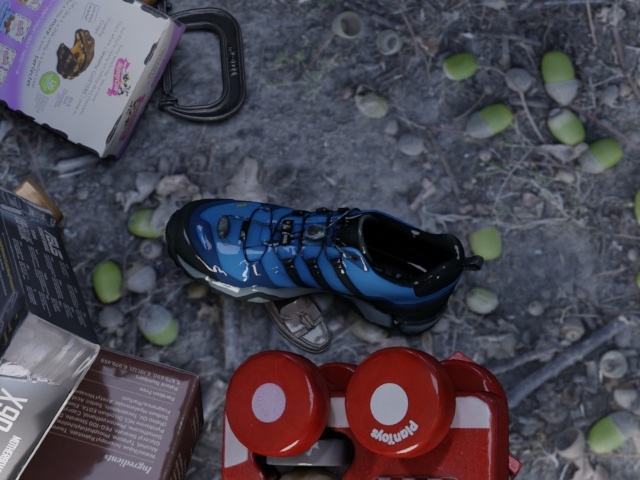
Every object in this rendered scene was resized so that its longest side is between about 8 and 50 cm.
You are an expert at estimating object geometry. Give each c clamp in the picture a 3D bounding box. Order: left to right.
[{"bbox_3d":[-0.150,-0.197,1.885,0.137,0.022,0.161,-9,68,-6],"label":"c clamp"}]

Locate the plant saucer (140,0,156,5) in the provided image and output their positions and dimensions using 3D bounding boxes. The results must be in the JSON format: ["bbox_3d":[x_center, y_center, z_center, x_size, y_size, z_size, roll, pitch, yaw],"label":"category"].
[{"bbox_3d":[-0.252,-0.331,1.906,0.200,0.037,0.200,0,67,0],"label":"plant saucer"}]

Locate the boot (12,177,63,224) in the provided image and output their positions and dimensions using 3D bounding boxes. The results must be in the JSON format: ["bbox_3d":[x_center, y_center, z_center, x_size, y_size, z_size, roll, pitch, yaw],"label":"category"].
[{"bbox_3d":[-0.432,-0.045,1.772,0.295,0.104,0.211,43,73,9],"label":"boot"}]

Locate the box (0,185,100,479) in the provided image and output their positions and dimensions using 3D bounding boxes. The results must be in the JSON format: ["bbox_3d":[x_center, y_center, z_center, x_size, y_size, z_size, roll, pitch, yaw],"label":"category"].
[{"bbox_3d":[-0.315,0.112,1.576,0.076,0.307,0.242,28,102,-26],"label":"box"}]

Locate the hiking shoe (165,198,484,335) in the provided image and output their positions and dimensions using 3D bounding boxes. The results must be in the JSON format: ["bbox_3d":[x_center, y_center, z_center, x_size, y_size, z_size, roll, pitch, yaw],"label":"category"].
[{"bbox_3d":[0.000,0.000,1.722,0.304,0.132,0.113,11,58,-13],"label":"hiking shoe"}]

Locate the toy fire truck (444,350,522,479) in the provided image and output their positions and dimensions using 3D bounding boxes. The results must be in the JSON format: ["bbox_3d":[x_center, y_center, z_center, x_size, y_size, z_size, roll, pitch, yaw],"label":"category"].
[{"bbox_3d":[0.123,0.221,1.717,0.135,0.047,0.192,38,73,13],"label":"toy fire truck"}]

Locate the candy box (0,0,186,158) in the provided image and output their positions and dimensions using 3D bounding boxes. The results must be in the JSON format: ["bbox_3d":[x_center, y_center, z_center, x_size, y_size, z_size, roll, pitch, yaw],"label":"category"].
[{"bbox_3d":[-0.267,-0.202,1.825,0.196,0.070,0.165,29,96,9],"label":"candy box"}]

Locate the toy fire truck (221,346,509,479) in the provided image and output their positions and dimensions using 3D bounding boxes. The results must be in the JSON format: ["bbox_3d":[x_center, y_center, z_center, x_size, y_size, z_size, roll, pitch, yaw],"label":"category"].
[{"bbox_3d":[0.040,0.235,1.623,0.302,0.169,0.254,-4,79,27],"label":"toy fire truck"}]

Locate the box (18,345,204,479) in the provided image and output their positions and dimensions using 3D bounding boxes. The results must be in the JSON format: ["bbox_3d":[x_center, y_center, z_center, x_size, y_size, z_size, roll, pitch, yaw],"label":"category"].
[{"bbox_3d":[-0.220,0.218,1.642,0.167,0.168,0.203,16,69,4],"label":"box"}]

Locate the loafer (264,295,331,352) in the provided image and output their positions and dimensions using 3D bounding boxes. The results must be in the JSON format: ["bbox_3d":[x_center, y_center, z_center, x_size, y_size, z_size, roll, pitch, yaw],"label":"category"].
[{"bbox_3d":[-0.035,0.062,1.776,0.045,0.039,0.125,-36,74,-15],"label":"loafer"}]
